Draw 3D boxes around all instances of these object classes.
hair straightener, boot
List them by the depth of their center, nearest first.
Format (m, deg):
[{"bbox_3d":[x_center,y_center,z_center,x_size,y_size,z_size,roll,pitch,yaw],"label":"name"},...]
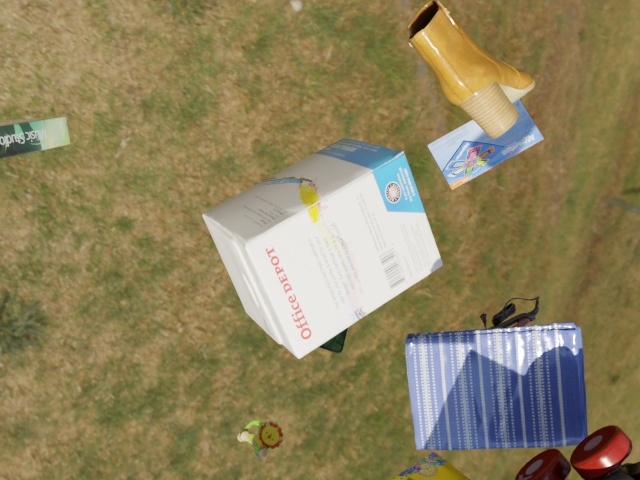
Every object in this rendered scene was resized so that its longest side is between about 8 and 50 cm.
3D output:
[{"bbox_3d":[0.233,-0.289,1.178,0.104,0.211,0.295,-35,-169,27],"label":"boot"},{"bbox_3d":[0.407,0.188,1.726,0.230,0.089,0.047,-35,148,-10],"label":"hair straightener"}]

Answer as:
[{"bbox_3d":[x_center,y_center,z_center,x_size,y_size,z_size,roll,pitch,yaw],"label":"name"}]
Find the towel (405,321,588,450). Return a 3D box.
[{"bbox_3d":[0.341,0.285,1.461,0.040,0.335,0.243,-27,111,-76],"label":"towel"}]

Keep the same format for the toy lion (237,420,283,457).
[{"bbox_3d":[-0.146,0.496,1.910,0.096,0.100,0.034,-49,-175,-31],"label":"toy lion"}]

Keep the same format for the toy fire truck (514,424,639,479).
[{"bbox_3d":[0.408,0.442,1.161,0.254,0.169,0.302,-35,174,-47],"label":"toy fire truck"}]

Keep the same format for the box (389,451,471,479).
[{"bbox_3d":[0.112,0.407,0.718,0.279,0.290,0.177,-23,124,-31],"label":"box"}]

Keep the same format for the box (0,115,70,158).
[{"bbox_3d":[-0.598,-0.153,1.212,0.322,0.232,0.059,-41,129,-65],"label":"box"}]

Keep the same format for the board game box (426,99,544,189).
[{"bbox_3d":[0.450,-0.268,2.061,0.281,0.145,0.027,-29,172,6],"label":"board game box"}]

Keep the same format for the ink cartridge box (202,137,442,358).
[{"bbox_3d":[0.000,0.000,0.973,0.232,0.168,0.171,-30,116,-17],"label":"ink cartridge box"}]

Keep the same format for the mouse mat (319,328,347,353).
[{"bbox_3d":[-0.009,0.128,1.518,0.007,0.152,0.190,116,-7,-48],"label":"mouse mat"}]
